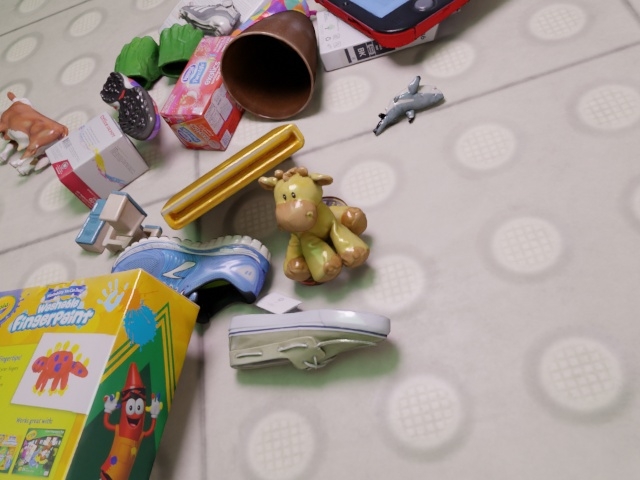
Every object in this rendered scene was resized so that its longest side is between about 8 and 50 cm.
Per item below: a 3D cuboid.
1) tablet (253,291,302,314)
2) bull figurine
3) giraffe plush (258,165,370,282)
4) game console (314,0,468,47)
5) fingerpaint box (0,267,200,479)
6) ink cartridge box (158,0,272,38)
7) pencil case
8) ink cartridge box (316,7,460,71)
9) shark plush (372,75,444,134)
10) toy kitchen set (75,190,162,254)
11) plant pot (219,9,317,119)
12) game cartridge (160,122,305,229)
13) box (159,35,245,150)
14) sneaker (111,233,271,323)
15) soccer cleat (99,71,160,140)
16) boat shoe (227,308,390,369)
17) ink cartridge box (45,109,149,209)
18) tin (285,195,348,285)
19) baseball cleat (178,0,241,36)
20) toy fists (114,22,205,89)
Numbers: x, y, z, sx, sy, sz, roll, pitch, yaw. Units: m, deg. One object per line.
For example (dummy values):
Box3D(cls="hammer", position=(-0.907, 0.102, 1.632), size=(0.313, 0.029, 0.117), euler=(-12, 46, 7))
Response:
Box3D(cls="tablet", position=(-0.079, 0.114, 1.104), size=(0.054, 0.006, 0.083), euler=(-26, 27, -35))
Box3D(cls="bull figurine", position=(-0.804, -0.291, 1.624), size=(0.310, 0.101, 0.188), euler=(25, 73, 34))
Box3D(cls="giraffe plush", position=(-0.021, -0.049, 1.072), size=(0.182, 0.170, 0.210), euler=(-25, 53, 4))
Box3D(cls="game console", position=(0.186, -0.620, 1.412), size=(0.342, 0.060, 0.386), euler=(-38, 53, -5))
Box3D(cls="fingerpaint box", position=(-0.462, 0.265, 1.034), size=(0.445, 0.163, 0.370), euler=(-10, 54, 30))
Box3D(cls="ink cartridge box", position=(-0.253, -0.651, 1.687), size=(0.385, 0.091, 0.308), euler=(-47, 53, 8))
Box3D(cls="pencil case", position=(-0.127, -0.545, 1.535), size=(0.236, 0.104, 0.104), euler=(-42, 53, -9))
Box3D(cls="ink cartridge box", position=(0.158, -0.520, 1.431), size=(0.333, 0.065, 0.165), euler=(-13, 54, 15))
Box3D(cls="shark plush", position=(0.180, -0.281, 1.271), size=(0.161, 0.073, 0.067), euler=(-36, 83, -10))
Box3D(cls="toy kitchen set", position=(-0.450, -0.060, 1.289), size=(0.207, 0.166, 0.122), euler=(6, 60, 24))
Box3D(cls="plant pot", position=(-0.091, -0.437, 1.401), size=(0.216, 0.215, 0.230), euler=(0, 44, 21))
Box3D(cls="game cartridge", position=(-0.177, -0.134, 1.197), size=(0.285, 0.052, 0.324), euler=(-34, 12, -3))
Box3D(cls="box", position=(-0.256, -0.353, 1.436), size=(0.123, 0.128, 0.256), euler=(7, 61, 24))
Box3D(cls="sneaker", position=(-0.262, 0.078, 1.151), size=(0.330, 0.129, 0.147), euler=(-6, 54, 17))
Box3D(cls="soccer cleat", position=(-0.435, -0.318, 1.462), size=(0.108, 0.116, 0.318), euler=(-57, 44, 9))
Box3D(cls="boat shoe", position=(-0.023, 0.174, 1.026), size=(0.303, 0.109, 0.094), euler=(-7, 70, 27))
Box3D(cls="ink cartridge box", position=(-0.528, -0.193, 1.432), size=(0.176, 0.127, 0.128), euler=(-36, 53, -5))
Box3D(cls="tin", position=(0.000, 0.000, 1.161), size=(0.106, 0.040, 0.189), euler=(4, 60, 28))
Box3D(cls="baseball cleat", position=(-0.286, -0.598, 1.597), size=(0.206, 0.072, 0.109), euler=(32, 75, 33))
Box3D(cls="toy fists", position=(-0.430, -0.490, 1.612), size=(0.279, 0.096, 0.142), euler=(-10, 66, 23))
